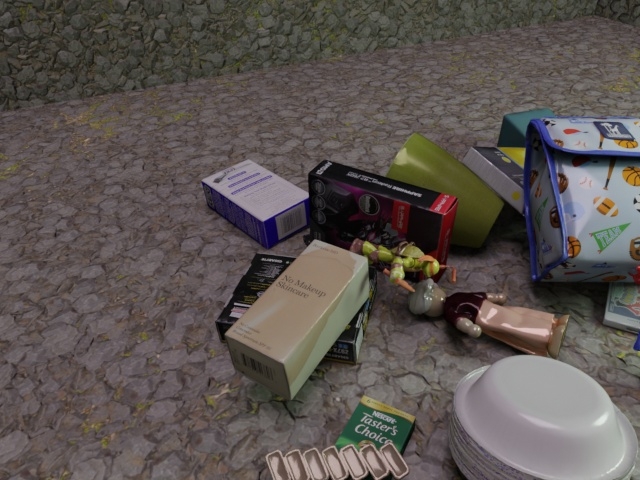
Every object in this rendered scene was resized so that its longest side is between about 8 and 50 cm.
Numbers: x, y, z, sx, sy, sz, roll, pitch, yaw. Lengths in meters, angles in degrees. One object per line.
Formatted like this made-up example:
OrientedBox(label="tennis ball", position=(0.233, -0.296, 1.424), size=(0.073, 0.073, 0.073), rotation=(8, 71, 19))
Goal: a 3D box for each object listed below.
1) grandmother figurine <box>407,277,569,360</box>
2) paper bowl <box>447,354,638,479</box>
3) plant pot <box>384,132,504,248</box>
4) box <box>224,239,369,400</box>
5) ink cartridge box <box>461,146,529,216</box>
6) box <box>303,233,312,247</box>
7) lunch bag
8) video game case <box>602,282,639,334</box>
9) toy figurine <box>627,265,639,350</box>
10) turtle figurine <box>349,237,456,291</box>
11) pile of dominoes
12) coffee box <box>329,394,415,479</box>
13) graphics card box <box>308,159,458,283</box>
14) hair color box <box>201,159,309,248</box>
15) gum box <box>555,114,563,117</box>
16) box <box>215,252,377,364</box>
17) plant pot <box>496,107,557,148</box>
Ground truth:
OrientedBox(label="grandmother figurine", position=(0.352, 0.166, 1.154), size=(0.342, 0.104, 0.207), rotation=(15, 12, 29))
OrientedBox(label="paper bowl", position=(0.361, 0.300, 0.865), size=(0.284, 0.148, 0.284), rotation=(1, 24, -1))
OrientedBox(label="plant pot", position=(0.331, -0.107, 1.421), size=(0.293, 0.275, 0.275), rotation=(28, 45, 14))
OrientedBox(label="box", position=(-0.035, 0.148, 1.065), size=(0.147, 0.121, 0.311), rotation=(18, 46, 26))
OrientedBox(label="ink cartridge box", position=(0.593, -0.152, 1.448), size=(0.303, 0.072, 0.307), rotation=(-5, 43, -38))
OrientedBox(label="box", position=(0.000, 0.000, 1.481), size=(0.083, 0.018, 0.067), rotation=(-14, 37, -14))
OrientedBox(label="lunch bag", position=(0.652, -0.113, 1.193), size=(0.327, 0.239, 0.386), rotation=(2, 71, 2))
OrientedBox(label="video game case", position=(0.753, 0.147, 1.189), size=(0.183, 0.023, 0.201), rotation=(15, 40, 25))
OrientedBox(label="toy figurine", position=(0.736, 0.228, 1.012), size=(0.362, 0.191, 0.217), rotation=(31, 87, 9))
OrientedBox(label="turtle figurine", position=(0.173, 0.043, 1.165), size=(0.217, 0.087, 0.269), rotation=(13, 14, 36))
OrientedBox(label="pile of dominoes", position=(0.033, 0.431, 0.836), size=(0.251, 0.040, 0.196), rotation=(-6, 52, 1))
OrientedBox(label="coffee box", position=(0.086, 0.372, 0.933), size=(0.113, 0.041, 0.184), rotation=(17, 41, 26))
OrientedBox(label="graphics card box", position=(0.145, -0.047, 1.330), size=(0.370, 0.233, 0.094), rotation=(21, 44, 25))
OrientedBox(label="hair color box", position=(-0.193, -0.120, 1.596), size=(0.185, 0.110, 0.338), rotation=(-30, 44, -29))
OrientedBox(label="gum box", position=(0.891, -0.397, 1.915), size=(0.156, 0.041, 0.184), rotation=(-25, 40, -26))
OrientedBox(label="box", position=(-0.046, 0.148, 1.232), size=(0.321, 0.079, 0.257), rotation=(6, 39, 14))
OrientedBox(label="plant pot", position=(0.709, -0.291, 1.692), size=(0.165, 0.166, 0.234), rotation=(-11, 42, -8))
